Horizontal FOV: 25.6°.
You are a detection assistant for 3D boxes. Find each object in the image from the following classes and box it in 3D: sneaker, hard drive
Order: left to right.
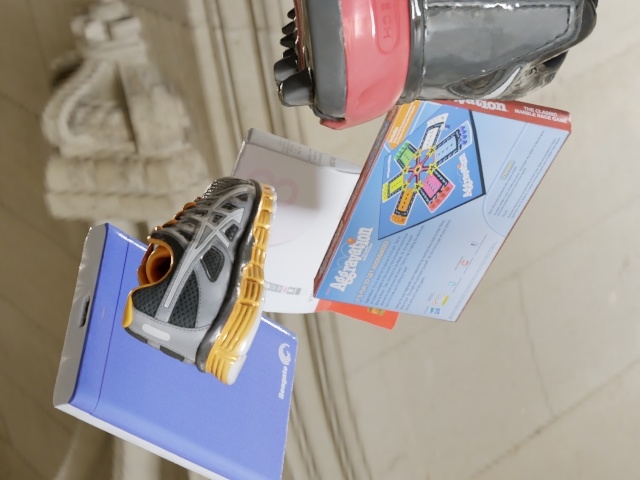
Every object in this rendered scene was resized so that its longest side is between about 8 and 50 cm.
[{"bbox_3d":[-0.151,0.142,1.582,0.040,0.318,0.210,-16,-125,36],"label":"hard drive"},{"bbox_3d":[-0.080,0.010,0.946,0.083,0.084,0.215,17,-155,-8],"label":"sneaker"},{"bbox_3d":[0.042,-0.107,0.591,0.135,0.098,0.276,-8,-168,-2],"label":"sneaker"}]

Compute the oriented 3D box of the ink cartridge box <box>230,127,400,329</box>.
[{"bbox_3d":[0.000,0.000,1.535,0.232,0.189,0.066,20,-154,-2],"label":"ink cartridge box"}]

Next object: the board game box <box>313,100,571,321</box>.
[{"bbox_3d":[0.098,-0.026,1.238,0.145,0.281,0.027,10,-129,-12],"label":"board game box"}]
